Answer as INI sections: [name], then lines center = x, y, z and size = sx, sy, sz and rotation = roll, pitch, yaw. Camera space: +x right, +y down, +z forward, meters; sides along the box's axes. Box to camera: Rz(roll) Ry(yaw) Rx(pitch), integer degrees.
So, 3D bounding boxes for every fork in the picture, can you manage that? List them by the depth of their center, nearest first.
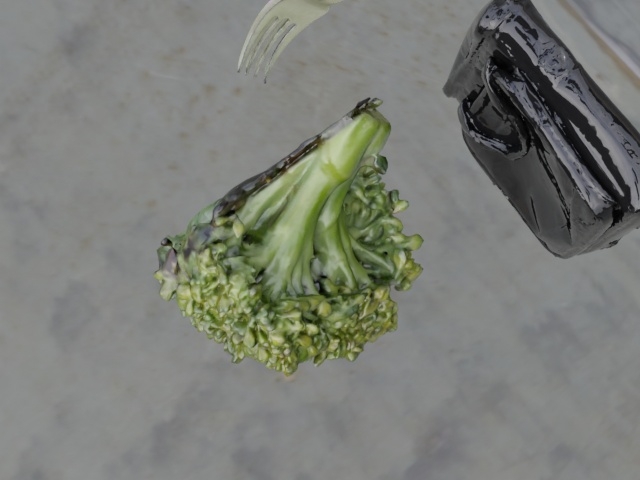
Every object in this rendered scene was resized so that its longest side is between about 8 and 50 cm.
[fork]
center = 0.029, -0.156, 0.877
size = 0.219, 0.034, 0.028
rotation = -33, 50, 37

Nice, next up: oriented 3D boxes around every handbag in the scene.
[handbag]
center = 0.209, -0.097, 1.460
size = 0.088, 0.275, 0.244
rotation = -36, 85, -5

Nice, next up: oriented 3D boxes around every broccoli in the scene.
[broccoli]
center = 0.000, 0.017, 1.357
size = 0.273, 0.242, 0.180
rotation = -34, 86, 35
